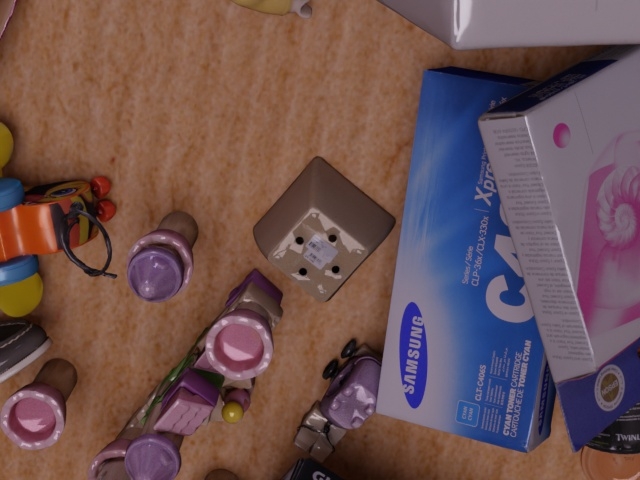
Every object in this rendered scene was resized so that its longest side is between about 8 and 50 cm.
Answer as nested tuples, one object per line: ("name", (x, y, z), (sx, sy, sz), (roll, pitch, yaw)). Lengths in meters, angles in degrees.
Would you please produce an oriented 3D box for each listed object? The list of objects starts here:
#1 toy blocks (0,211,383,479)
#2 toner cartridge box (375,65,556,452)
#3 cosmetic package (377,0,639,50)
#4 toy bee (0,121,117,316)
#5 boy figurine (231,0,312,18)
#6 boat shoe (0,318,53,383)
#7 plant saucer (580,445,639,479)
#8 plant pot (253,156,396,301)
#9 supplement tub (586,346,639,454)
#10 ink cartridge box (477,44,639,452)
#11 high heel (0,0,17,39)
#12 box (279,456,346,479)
("toy blocks", (-0.127, 0.178, 1.488), (0.309, 0.260, 0.288), (38, 106, -8))
("toner cartridge box", (0.163, 0.016, 1.461), (0.165, 0.075, 0.348), (12, 103, 25))
("cosmetic package", (0.248, -0.342, 1.205), (0.393, 0.329, 0.327), (-3, 108, -14))
("toy bee", (-0.289, -0.011, 1.514), (0.298, 0.162, 0.195), (24, 119, 22))
("boy figurine", (-0.049, -0.288, 1.417), (0.285, 0.092, 0.177), (-8, 122, 9))
("boat shoe", (-0.438, 0.138, 1.567), (0.335, 0.112, 0.095), (-22, 105, 21))
("plant saucer", (0.319, 0.233, 1.602), (0.083, 0.013, 0.083), (1, 109, 3))
("plant pot", (0.000, 0.000, 1.506), (0.109, 0.096, 0.109), (39, 107, -9))
("supplement tub", (0.303, 0.107, 1.507), (0.117, 0.117, 0.190), (-5, 107, 6))
("ink cartridge box", (0.311, -0.020, 1.383), (0.071, 0.324, 0.330), (1, 115, 51))
("high heel", (-0.349, -0.129, 1.408), (0.181, 0.127, 0.377), (-9, 80, 15))
("box", (0.037, 0.382, 1.574), (0.295, 0.073, 0.293), (31, 140, -4))
